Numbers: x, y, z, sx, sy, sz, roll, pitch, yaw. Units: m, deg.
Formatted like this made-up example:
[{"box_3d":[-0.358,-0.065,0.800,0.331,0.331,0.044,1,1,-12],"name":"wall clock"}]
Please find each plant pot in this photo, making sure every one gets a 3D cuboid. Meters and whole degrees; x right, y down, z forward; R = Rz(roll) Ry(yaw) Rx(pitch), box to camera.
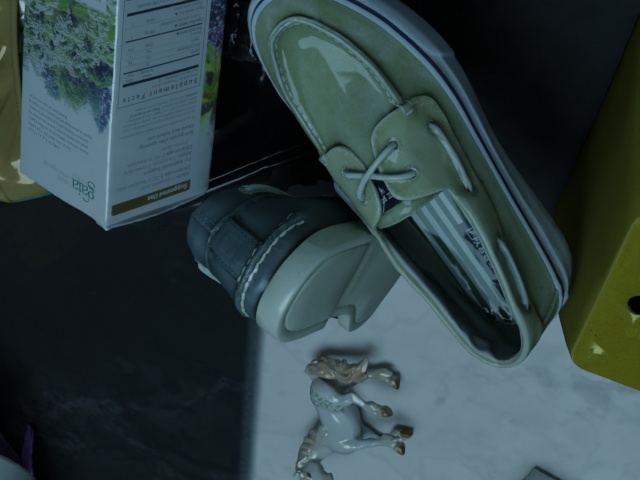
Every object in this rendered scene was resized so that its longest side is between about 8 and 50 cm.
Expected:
[{"box_3d":[0.272,0.003,1.056,0.212,0.187,0.212,21,132,5],"name":"plant pot"}]

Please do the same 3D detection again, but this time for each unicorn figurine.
[{"box_3d":[0.022,0.167,1.381,0.111,0.060,0.162,0,111,22],"name":"unicorn figurine"}]

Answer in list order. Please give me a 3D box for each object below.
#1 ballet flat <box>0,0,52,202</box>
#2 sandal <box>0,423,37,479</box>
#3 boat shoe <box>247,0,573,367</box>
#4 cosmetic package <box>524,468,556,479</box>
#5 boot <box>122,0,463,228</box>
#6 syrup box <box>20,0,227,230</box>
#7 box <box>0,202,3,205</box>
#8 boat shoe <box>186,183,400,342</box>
[{"box_3d":[-0.218,-0.144,1.160,0.073,0.080,0.232,1,95,11],"name":"ballet flat"},{"box_3d":[-0.328,0.210,1.511,0.102,0.169,0.416,-25,123,-10],"name":"sandal"},{"box_3d":[0.062,-0.048,0.997,0.109,0.094,0.302,-32,108,32],"name":"boat shoe"},{"box_3d":[0.177,0.314,1.429,0.099,0.060,0.239,28,132,-4],"name":"cosmetic package"},{"box_3d":[-0.078,-0.163,1.098,0.348,0.131,0.260,-13,124,24],"name":"boot"},{"box_3d":[-0.126,-0.137,0.994,0.093,0.096,0.237,31,128,34],"name":"syrup box"},{"box_3d":[-0.376,-0.086,1.216,0.261,0.103,0.184,14,144,-36],"name":"box"},{"box_3d":[0.000,0.000,1.116,0.099,0.319,0.116,34,103,14],"name":"boat shoe"}]
